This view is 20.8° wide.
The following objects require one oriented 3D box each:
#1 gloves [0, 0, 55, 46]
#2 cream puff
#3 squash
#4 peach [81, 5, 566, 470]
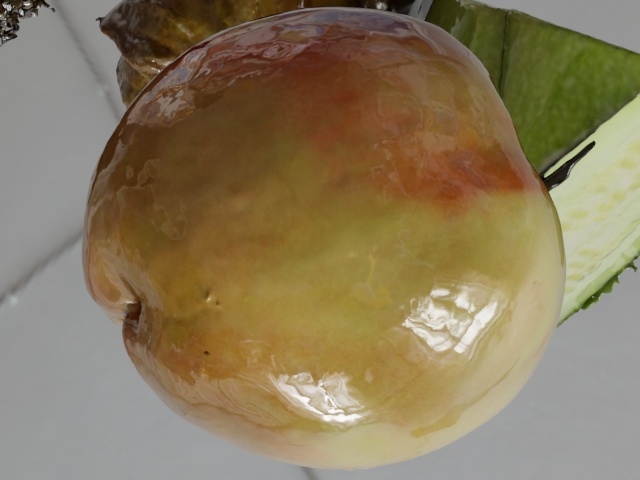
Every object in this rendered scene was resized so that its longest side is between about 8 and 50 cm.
[{"bbox_3d":[-0.248,-0.180,0.956,0.312,0.135,0.210,-21,-88,8],"label":"gloves"},{"bbox_3d":[-0.024,-0.151,1.169,0.155,0.241,0.269,45,-60,11],"label":"cream puff"},{"bbox_3d":[0.106,0.019,1.070,0.210,0.234,0.309,23,-81,29],"label":"squash"},{"bbox_3d":[0.000,0.000,0.666,0.184,0.184,0.184,-14,-121,25],"label":"peach"}]
